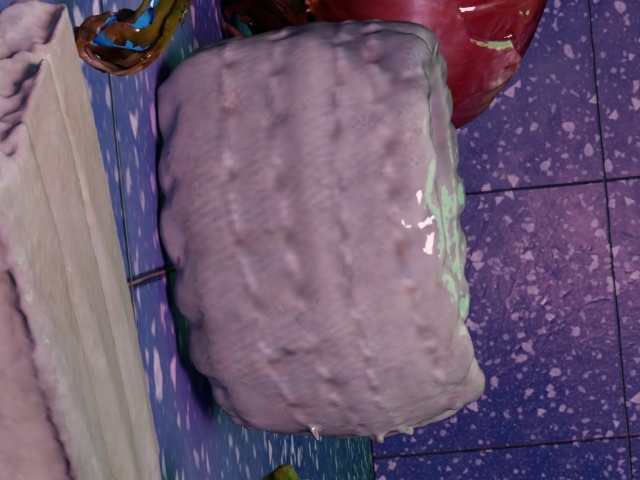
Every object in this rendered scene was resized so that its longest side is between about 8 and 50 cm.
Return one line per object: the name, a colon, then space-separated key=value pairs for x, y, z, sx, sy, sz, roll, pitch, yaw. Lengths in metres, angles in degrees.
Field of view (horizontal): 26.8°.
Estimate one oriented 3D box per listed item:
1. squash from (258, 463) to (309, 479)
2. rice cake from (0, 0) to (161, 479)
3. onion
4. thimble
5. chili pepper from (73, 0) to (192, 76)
squash: x=-0.028 y=0.227 z=0.468 sx=0.370 sy=0.118 sz=0.118 roll=-96 pitch=178 yaw=-50
rice cake: x=-0.084 y=0.044 z=0.431 sx=0.124 sy=0.038 sz=0.211 roll=-90 pitch=174 yaw=-55
onion: x=0.072 y=-0.244 z=1.007 sx=0.347 sy=0.285 sz=0.348 roll=168 pitch=-90 yaw=-69
thimble: x=0.000 y=0.000 z=0.783 sx=0.205 sy=0.172 sz=0.250 roll=-67 pitch=149 yaw=-72
chili pepper: x=-0.077 y=-0.242 z=0.433 sx=0.110 sy=0.110 sz=0.388 roll=-87 pitch=167 yaw=-63
